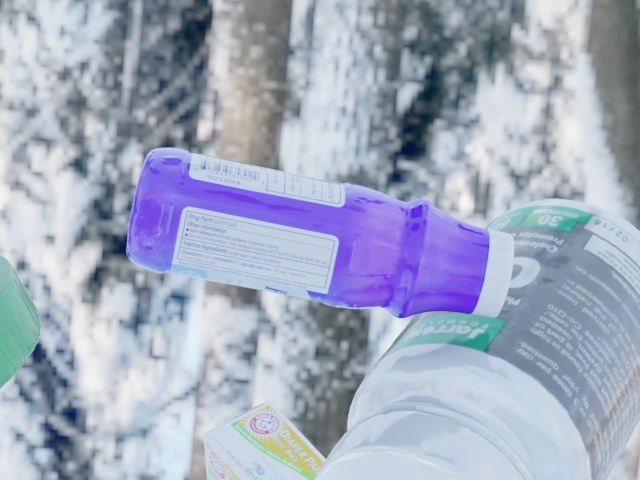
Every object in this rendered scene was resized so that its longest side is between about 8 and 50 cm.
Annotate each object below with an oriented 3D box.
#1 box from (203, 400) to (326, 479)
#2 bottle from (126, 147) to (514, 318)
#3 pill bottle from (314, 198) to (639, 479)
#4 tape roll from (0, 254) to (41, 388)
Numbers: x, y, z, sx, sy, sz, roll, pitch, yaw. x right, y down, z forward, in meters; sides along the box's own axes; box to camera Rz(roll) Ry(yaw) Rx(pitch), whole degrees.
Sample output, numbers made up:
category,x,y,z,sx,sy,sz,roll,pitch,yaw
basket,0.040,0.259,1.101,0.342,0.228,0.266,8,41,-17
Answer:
category,x,y,z,sx,sy,sz,roll,pitch,yaw
box,-0.049,0.314,2.273,0.103,0.114,0.203,-25,-134,-25
bottle,0.000,0.000,1.357,0.282,0.092,0.118,11,-173,-5
pill bottle,0.146,0.134,1.469,0.204,0.204,0.361,9,-147,25
tape roll,-0.467,0.132,2.017,0.321,0.077,0.321,-22,-157,10
